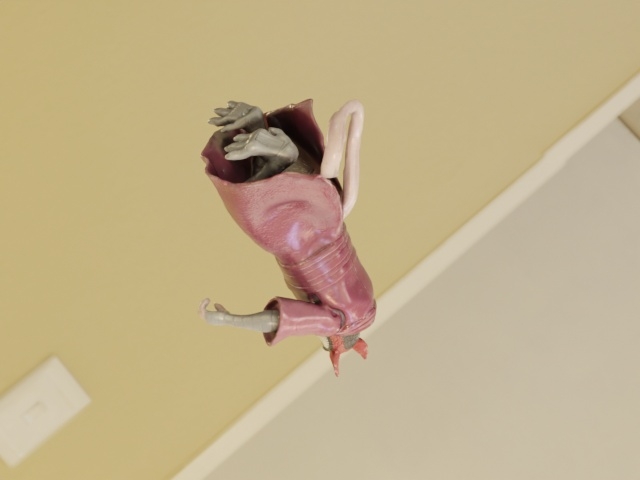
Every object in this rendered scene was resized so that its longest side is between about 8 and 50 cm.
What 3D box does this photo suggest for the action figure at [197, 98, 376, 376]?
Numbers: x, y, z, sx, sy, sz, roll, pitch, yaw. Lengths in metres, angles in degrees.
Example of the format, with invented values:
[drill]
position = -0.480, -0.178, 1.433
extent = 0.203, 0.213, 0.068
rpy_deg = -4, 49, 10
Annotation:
[action figure]
position = 0.000, 0.000, 1.251
extent = 0.276, 0.248, 0.370
rpy_deg = -12, 119, 28
